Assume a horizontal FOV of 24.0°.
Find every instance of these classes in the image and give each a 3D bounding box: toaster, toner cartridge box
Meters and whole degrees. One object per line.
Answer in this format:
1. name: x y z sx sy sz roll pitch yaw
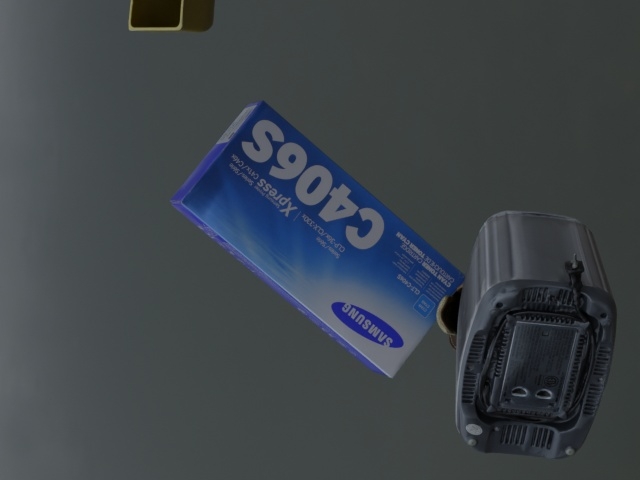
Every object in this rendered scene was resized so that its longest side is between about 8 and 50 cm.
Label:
1. toaster: 0.187 0.073 1.339 0.146 0.129 0.227 -88 2 -56
2. toner cartridge box: 0.000 0.000 1.868 0.165 0.348 0.075 -52 13 -8

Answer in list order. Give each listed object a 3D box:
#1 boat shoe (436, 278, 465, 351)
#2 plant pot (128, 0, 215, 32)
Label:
1. boat shoe: 0.179 0.079 1.762 0.257 0.095 0.095 120 145 -67
2. plant pot: -0.168 -0.283 1.787 0.081 0.083 0.081 5 90 33
